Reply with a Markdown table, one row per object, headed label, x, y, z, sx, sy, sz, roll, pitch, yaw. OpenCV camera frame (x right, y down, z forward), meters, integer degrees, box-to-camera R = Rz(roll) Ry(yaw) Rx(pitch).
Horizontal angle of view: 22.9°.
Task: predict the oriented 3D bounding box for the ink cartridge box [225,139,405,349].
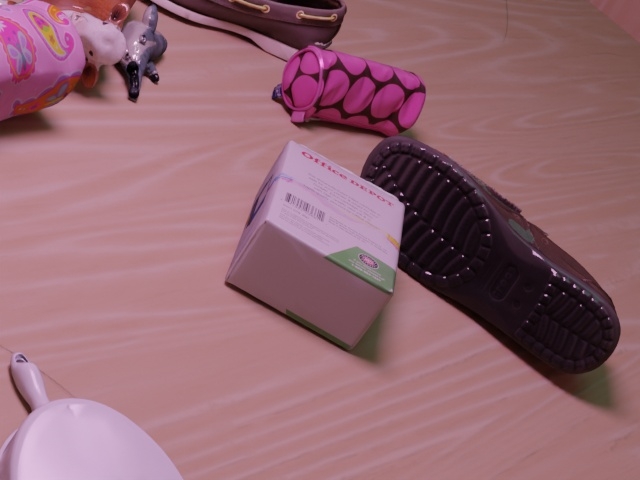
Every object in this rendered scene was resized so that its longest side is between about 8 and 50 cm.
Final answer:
| label | x | y | z | sx | sy | sz | roll | pitch | yaw |
| --- | --- | --- | --- | --- | --- | --- | --- | --- | --- |
| ink cartridge box | 0.000 | 0.000 | 1.687 | 0.154 | 0.093 | 0.212 | 30 | 28 | -8 |

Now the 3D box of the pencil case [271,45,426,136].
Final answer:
| label | x | y | z | sx | sy | sz | roll | pitch | yaw |
| --- | --- | --- | --- | --- | --- | --- | --- | --- | --- |
| pencil case | 0.044 | -0.190 | 2.068 | 0.209 | 0.098 | 0.095 | 7 | -8 | -41 |

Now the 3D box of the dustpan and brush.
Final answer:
| label | x | y | z | sx | sy | sz | roll | pitch | yaw |
| --- | --- | --- | --- | --- | --- | --- | --- | --- | --- |
| dustpan and brush | -0.204 | 0.155 | 1.252 | 0.147 | 0.060 | 0.211 | -4 | 49 | -32 |

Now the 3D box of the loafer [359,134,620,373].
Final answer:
| label | x | y | z | sx | sy | sz | roll | pitch | yaw |
| --- | --- | --- | --- | --- | --- | --- | --- | --- | --- |
| loafer | 0.197 | 0.018 | 1.861 | 0.366 | 0.134 | 0.130 | 43 | 17 | 10 |

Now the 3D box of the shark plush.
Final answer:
| label | x | y | z | sx | sy | sz | roll | pitch | yaw |
| --- | --- | --- | --- | --- | --- | --- | --- | --- | --- |
| shark plush | -0.206 | -0.220 | 1.884 | 0.067 | 0.073 | 0.161 | 54 | 9 | -31 |

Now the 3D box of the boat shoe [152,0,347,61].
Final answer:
| label | x | y | z | sx | sy | sz | roll | pitch | yaw |
| --- | --- | --- | --- | --- | --- | --- | --- | --- | --- |
| boat shoe | -0.119 | -0.336 | 2.125 | 0.324 | 0.096 | 0.116 | 21 | 29 | -23 |

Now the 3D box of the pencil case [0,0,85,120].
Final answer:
| label | x | y | z | sx | sy | sz | roll | pitch | yaw |
| --- | --- | --- | --- | --- | --- | --- | --- | --- | --- |
| pencil case | -0.355 | -0.168 | 1.555 | 0.124 | 0.124 | 0.284 | 40 | 28 | 14 |

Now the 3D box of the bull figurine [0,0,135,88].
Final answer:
| label | x | y | z | sx | sy | sz | roll | pitch | yaw |
| --- | --- | --- | --- | --- | --- | --- | --- | --- | --- |
| bull figurine | -0.294 | -0.290 | 1.848 | 0.188 | 0.101 | 0.310 | 26 | 26 | -6 |
